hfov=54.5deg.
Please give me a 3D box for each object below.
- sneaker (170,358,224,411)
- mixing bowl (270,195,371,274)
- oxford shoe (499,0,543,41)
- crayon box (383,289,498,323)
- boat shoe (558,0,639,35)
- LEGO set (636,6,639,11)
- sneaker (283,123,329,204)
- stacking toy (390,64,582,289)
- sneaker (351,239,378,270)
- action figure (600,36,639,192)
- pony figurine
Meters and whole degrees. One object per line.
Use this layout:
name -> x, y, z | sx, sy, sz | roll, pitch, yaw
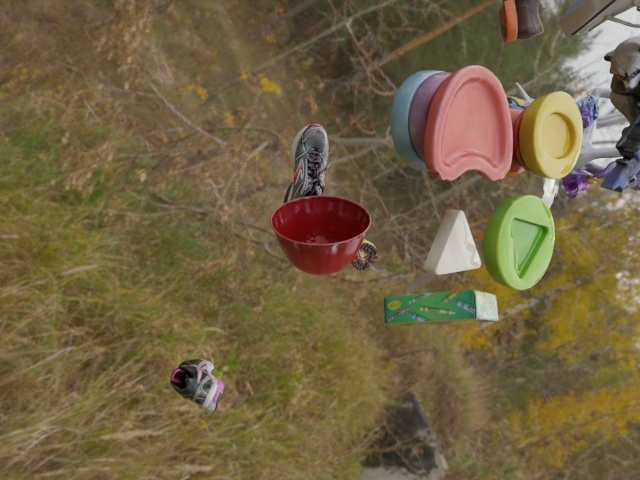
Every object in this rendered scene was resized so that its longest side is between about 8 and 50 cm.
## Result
sneaker -> -0.233, 0.244, 1.113 | 0.077, 0.071, 0.178 | 30, -13, -25
mixing bowl -> 0.000, 0.000, 1.147 | 0.181, 0.182, 0.098 | -99, -172, -57
oxford shoe -> 0.465, -0.604, 1.443 | 0.097, 0.099, 0.271 | -58, 142, -78
crayon box -> 0.341, 0.196, 1.774 | 0.165, 0.279, 0.081 | 14, 71, -53
boat shoe -> 0.534, -0.392, 0.929 | 0.156, 0.135, 0.367 | 43, -30, -7
LEGO set -> 0.665, -0.608, 1.249 | 0.107, 0.132, 0.286 | -77, 161, -47
sneaker -> -0.025, -0.190, 1.819 | 0.112, 0.121, 0.298 | -152, -112, -64
stacking toy -> 0.207, -0.083, 0.853 | 0.309, 0.130, 0.279 | 7, 93, -38
sneaker -> 0.048, -0.010, 1.442 | 0.093, 0.088, 0.225 | 44, -4, 40
action figure -> 0.574, -0.216, 1.105 | 0.330, 0.341, 0.178 | 43, -4, -40
pony figurine -> 0.621, -0.217, 1.527 | 0.303, 0.364, 0.350 | 30, 64, -79
